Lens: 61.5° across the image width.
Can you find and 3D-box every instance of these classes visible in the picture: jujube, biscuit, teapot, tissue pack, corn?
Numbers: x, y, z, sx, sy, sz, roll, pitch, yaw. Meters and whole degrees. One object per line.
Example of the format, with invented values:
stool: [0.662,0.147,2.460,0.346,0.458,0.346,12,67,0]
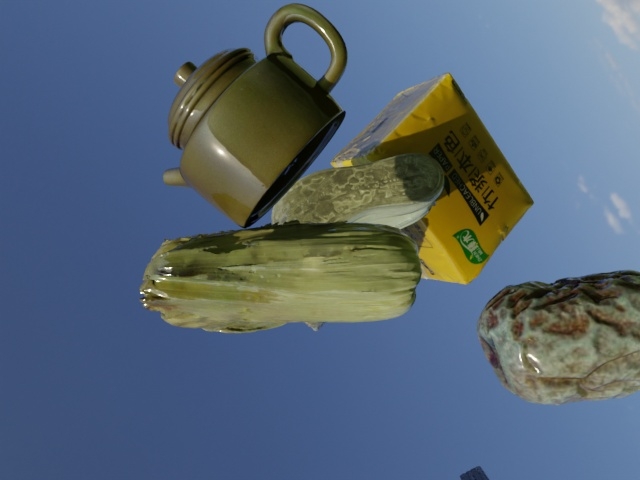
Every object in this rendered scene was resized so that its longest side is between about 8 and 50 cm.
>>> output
jujube: [0.433,0.159,0.901,0.226,0.317,0.226,-14,-90,-81]
biscuit: [0.428,0.672,1.360,0.106,0.070,0.252,61,-178,3]
teapot: [-0.083,-0.143,0.604,0.175,0.268,0.185,41,-159,-3]
tissue pack: [0.258,-0.130,1.226,0.293,0.228,0.382,-47,-69,-19]
corn: [-0.041,0.041,0.610,0.305,0.123,0.122,-4,-97,1]

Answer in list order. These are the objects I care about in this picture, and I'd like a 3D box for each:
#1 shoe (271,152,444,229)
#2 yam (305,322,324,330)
shoe: [0.078,-0.058,0.999,0.159,0.316,0.124,45,-145,-63]
yam: [0.009,0.092,0.997,0.079,0.141,0.079,33,-163,-11]
